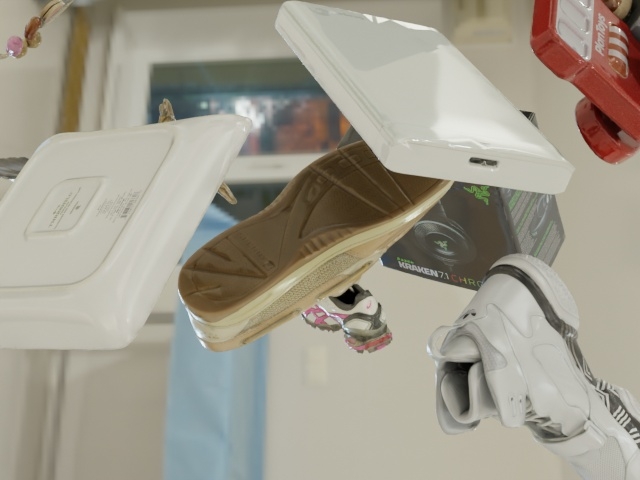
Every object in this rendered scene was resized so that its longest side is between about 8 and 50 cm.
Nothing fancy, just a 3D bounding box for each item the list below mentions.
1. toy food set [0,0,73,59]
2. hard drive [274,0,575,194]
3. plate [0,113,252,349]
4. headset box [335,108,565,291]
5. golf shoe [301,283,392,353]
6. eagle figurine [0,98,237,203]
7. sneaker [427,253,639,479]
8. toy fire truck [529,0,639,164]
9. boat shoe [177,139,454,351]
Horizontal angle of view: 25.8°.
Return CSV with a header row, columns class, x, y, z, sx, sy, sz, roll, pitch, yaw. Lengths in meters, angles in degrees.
class,x,y,z,sx,sy,sz,roll,pitch,yaw
toy food set,-0.342,-0.249,1.669,0.019,0.122,0.078,51,18,-2
hard drive,0.097,-0.149,1.409,0.307,0.203,0.040,57,-47,50
plate,-0.227,-0.018,1.310,0.045,0.278,0.277,54,48,-36
headset box,0.182,-0.071,1.924,0.131,0.246,0.283,-58,147,-28
golf shoe,0.027,0.075,1.755,0.186,0.068,0.086,22,-49,57
eagle figurine,-0.312,-0.074,1.996,0.226,0.298,0.225,41,-19,56
sneaker,0.269,0.216,1.738,0.210,0.137,0.365,-36,100,-35
toy fire truck,0.371,-0.266,1.780,0.254,0.169,0.302,39,40,-22
boat shoe,0.000,0.000,1.525,0.121,0.341,0.110,50,-17,34
